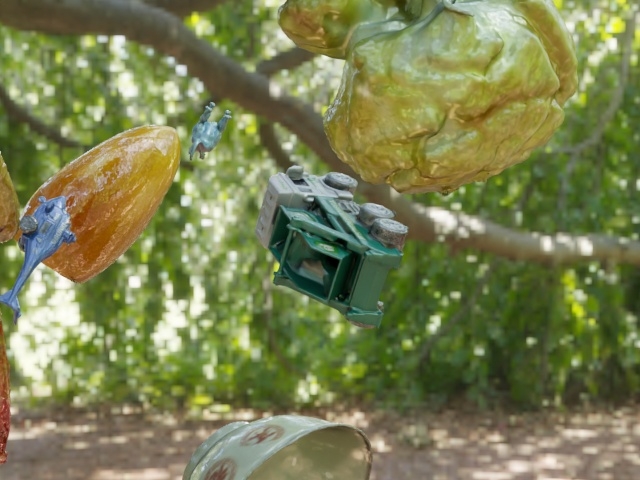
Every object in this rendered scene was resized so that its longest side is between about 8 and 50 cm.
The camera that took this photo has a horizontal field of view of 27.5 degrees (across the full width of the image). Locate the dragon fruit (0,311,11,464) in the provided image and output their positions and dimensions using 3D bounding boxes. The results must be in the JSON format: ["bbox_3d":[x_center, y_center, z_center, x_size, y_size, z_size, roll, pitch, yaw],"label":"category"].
[{"bbox_3d":[-0.394,0.108,1.196,0.211,0.262,0.134,-11,-7,-26],"label":"dragon fruit"}]

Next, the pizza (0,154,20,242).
[{"bbox_3d":[-0.331,-0.066,1.232,0.058,0.127,0.246,-26,-15,-18],"label":"pizza"}]

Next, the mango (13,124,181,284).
[{"bbox_3d":[-0.298,-0.063,1.854,0.138,0.257,0.187,45,9,25],"label":"mango"}]

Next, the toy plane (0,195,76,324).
[{"bbox_3d":[-0.318,0.015,1.467,0.062,0.167,0.054,22,-34,-1],"label":"toy plane"}]

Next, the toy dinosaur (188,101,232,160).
[{"bbox_3d":[-0.169,-0.161,1.959,0.045,0.080,0.197,26,18,-4],"label":"toy dinosaur"}]

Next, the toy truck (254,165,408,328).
[{"bbox_3d":[0.000,0.000,1.354,0.116,0.110,0.216,8,22,-24],"label":"toy truck"}]

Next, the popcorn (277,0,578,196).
[{"bbox_3d":[0.074,-0.129,0.946,0.212,0.198,0.198,40,12,8],"label":"popcorn"}]

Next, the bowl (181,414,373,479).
[{"bbox_3d":[-0.098,0.365,1.884,0.157,0.337,0.337,35,25,35],"label":"bowl"}]
